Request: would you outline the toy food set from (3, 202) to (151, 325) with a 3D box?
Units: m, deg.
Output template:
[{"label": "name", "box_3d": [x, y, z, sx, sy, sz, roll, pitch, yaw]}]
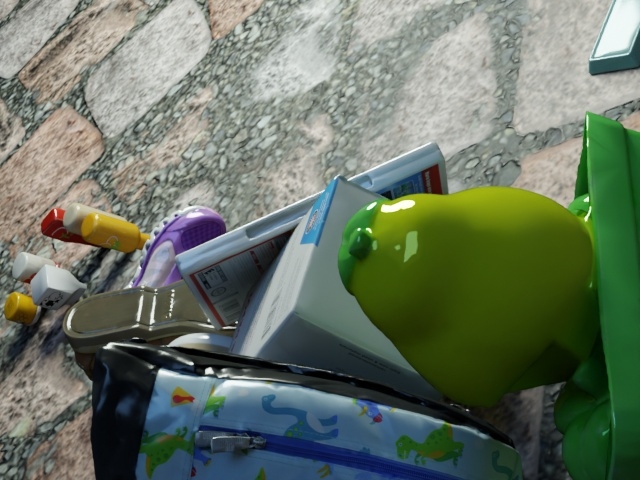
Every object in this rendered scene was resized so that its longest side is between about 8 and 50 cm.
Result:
[{"label": "toy food set", "box_3d": [-0.319, 0.029, 2.219, 0.232, 0.104, 0.111, -46, 43, 32]}]

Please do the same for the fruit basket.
[{"label": "fruit basket", "box_3d": [0.196, 0.080, 1.346, 0.392, 0.283, 0.392, -1, 45, 1]}]

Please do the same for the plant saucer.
[{"label": "plant saucer", "box_3d": [0.351, -0.266, 1.866, 0.067, 0.018, 0.192, -5, 51, 44]}]

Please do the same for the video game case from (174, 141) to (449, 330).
[{"label": "video game case", "box_3d": [0.000, 0.000, 1.739, 0.285, 0.204, 0.025, -24, 70, -2]}]

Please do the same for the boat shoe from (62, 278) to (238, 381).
[{"label": "boat shoe", "box_3d": [-0.134, 0.105, 1.909, 0.307, 0.104, 0.111, -5, 38, 17]}]

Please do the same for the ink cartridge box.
[{"label": "ink cartridge box", "box_3d": [0.022, 0.092, 1.620, 0.233, 0.168, 0.171, -51, 17, 52]}]

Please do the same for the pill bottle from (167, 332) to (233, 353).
[{"label": "pill bottle", "box_3d": [-0.130, 0.241, 1.711, 0.153, 0.153, 0.265, -12, 46, 39]}]

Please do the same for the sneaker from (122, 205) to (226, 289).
[{"label": "sneaker", "box_3d": [-0.185, 0.068, 2.019, 0.236, 0.095, 0.104, -52, 41, -3]}]

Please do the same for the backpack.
[{"label": "backpack", "box_3d": [-0.002, 0.219, 1.458, 0.355, 0.290, 0.273, -3, 68, 5]}]

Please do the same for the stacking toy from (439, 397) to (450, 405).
[{"label": "stacking toy", "box_3d": [0.170, 0.083, 1.654, 0.167, 0.052, 0.221, -30, 36, 21]}]
